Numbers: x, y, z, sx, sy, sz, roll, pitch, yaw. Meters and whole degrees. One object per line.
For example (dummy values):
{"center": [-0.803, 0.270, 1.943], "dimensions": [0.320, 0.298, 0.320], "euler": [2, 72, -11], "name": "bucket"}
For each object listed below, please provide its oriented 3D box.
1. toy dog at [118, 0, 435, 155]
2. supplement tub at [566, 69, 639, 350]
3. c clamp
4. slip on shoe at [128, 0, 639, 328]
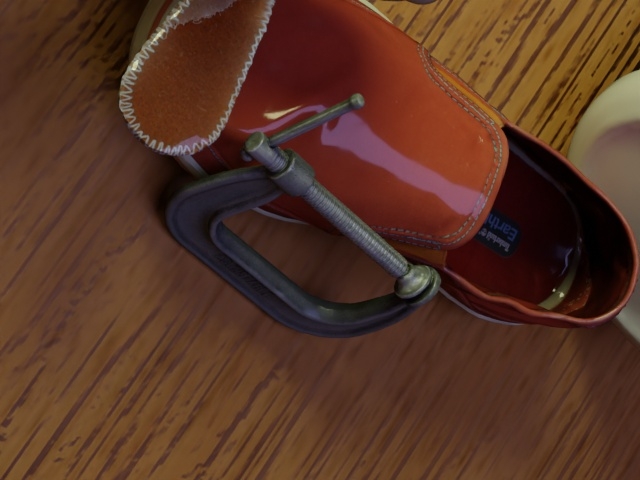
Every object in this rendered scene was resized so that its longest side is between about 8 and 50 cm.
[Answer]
{"center": [-0.072, -0.135, 0.778], "dimensions": [0.333, 0.161, 0.220], "euler": [-10, 136, -17], "name": "toy dog"}
{"center": [0.290, -0.047, 1.138], "dimensions": [0.272, 0.191, 0.191], "euler": [-27, 115, -33], "name": "supplement tub"}
{"center": [0.000, 0.000, 0.951], "dimensions": [0.161, 0.137, 0.022], "euler": [46, 40, -42], "name": "c clamp"}
{"center": [0.043, -0.042, 0.994], "dimensions": [0.331, 0.101, 0.123], "euler": [31, 81, -38], "name": "slip on shoe"}
